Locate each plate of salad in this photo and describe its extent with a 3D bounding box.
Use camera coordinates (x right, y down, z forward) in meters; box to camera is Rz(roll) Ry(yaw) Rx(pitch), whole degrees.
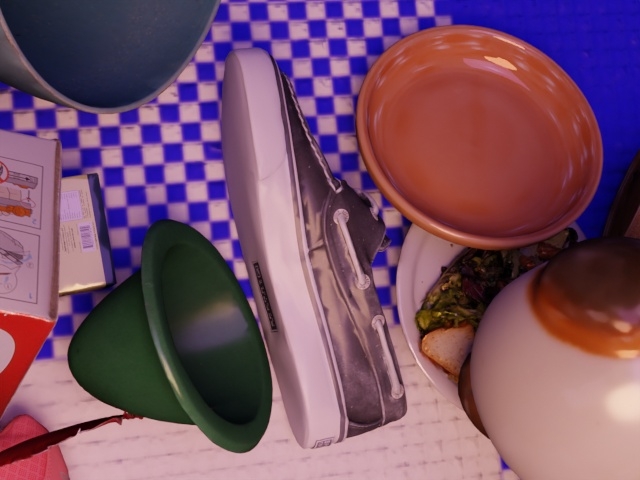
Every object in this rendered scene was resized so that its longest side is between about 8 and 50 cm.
[{"bbox_3d":[0.151,0.044,0.964,0.200,0.048,0.199,6,76,-24],"label":"plate of salad"}]

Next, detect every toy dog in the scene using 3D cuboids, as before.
[{"bbox_3d":[0.247,0.191,0.802,0.395,0.284,0.407,-19,68,-14],"label":"toy dog"}]

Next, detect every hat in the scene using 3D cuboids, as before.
[{"bbox_3d":[-0.159,0.093,0.871,0.184,0.208,0.173,-22,70,16],"label":"hat"}]

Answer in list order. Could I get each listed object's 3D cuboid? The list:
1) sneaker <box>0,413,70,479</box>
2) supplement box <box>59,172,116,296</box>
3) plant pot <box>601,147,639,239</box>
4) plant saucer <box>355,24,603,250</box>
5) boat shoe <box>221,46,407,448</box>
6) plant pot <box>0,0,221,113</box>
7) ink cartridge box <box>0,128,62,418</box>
[{"bbox_3d":[-0.316,0.199,0.824,0.314,0.116,0.136,-10,74,-20],"label":"sneaker"},{"bbox_3d":[-0.198,0.000,0.885,0.083,0.056,0.083,-9,87,-16],"label":"supplement box"},{"bbox_3d":[0.362,0.009,0.964,0.254,0.237,0.237,23,79,2],"label":"plant pot"},{"bbox_3d":[0.122,-0.078,0.962,0.200,0.037,0.200,5,62,-10],"label":"plant saucer"},{"bbox_3d":[0.000,0.000,0.914,0.102,0.108,0.301,-14,91,-16],"label":"boat shoe"},{"bbox_3d":[-0.208,-0.242,0.819,0.195,0.290,0.290,12,80,23],"label":"plant pot"},{"bbox_3d":[-0.333,0.039,0.684,0.310,0.272,0.130,11,51,-24],"label":"ink cartridge box"}]
